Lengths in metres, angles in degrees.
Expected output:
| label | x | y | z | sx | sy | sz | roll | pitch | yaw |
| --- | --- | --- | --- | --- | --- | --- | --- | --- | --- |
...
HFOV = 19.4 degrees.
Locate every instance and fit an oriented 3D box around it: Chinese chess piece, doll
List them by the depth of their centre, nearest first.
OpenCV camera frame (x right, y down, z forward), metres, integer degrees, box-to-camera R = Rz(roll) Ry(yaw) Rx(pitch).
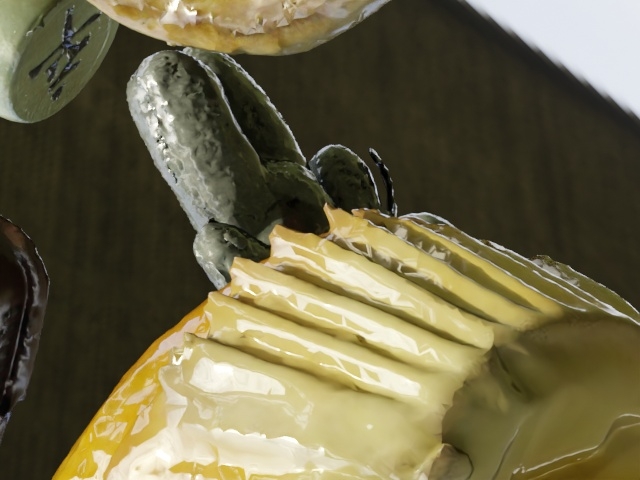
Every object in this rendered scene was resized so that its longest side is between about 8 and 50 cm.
| label | x | y | z | sx | sy | sz | roll | pitch | yaw |
| --- | --- | --- | --- | --- | --- | --- | --- | --- | --- |
| doll | 0.007 | -0.001 | 1.265 | 0.340 | 0.158 | 0.246 | 64 | -157 | 3 |
| Chinese chess piece | -0.280 | -0.208 | 1.882 | 0.083 | 0.188 | 0.188 | 33 | -151 | 17 |

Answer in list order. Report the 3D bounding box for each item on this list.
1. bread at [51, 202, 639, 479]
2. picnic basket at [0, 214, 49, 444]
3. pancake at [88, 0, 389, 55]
| label | x | y | z | sx | sy | sz | roll | pitch | yaw |
| --- | --- | --- | --- | --- | --- | --- | --- | --- | --- |
| bread | -0.012 | 0.170 | 0.745 | 0.236 | 0.388 | 0.183 | 31 | -179 | -38 |
| picnic basket | -0.316 | 0.103 | 1.201 | 0.223 | 0.296 | 0.129 | 21 | -161 | 4 |
| pancake | -0.062 | -0.277 | 1.180 | 0.356 | 0.356 | 0.065 | 39 | -150 | -10 |
